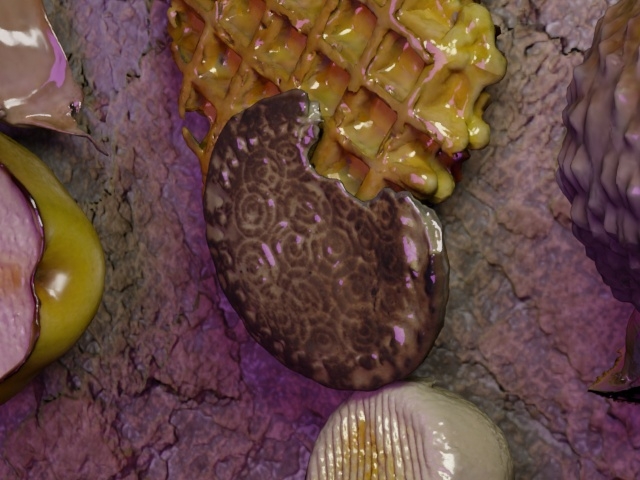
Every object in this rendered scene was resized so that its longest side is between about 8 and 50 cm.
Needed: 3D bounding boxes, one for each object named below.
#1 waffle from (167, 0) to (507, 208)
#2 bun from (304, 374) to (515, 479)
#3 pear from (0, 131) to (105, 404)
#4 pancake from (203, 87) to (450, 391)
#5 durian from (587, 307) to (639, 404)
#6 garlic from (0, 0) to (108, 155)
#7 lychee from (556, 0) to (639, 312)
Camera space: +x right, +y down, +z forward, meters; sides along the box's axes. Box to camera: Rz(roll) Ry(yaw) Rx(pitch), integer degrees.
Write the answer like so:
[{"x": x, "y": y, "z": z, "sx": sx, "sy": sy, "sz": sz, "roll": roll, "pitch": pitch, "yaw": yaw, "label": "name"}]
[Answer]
[{"x": -0.001, "y": -0.184, "z": 1.683, "sx": 0.382, "sy": 0.095, "sz": 0.380, "roll": -16, "pitch": 85, "yaw": 40, "label": "waffle"}, {"x": 0.086, "y": 0.244, "z": 1.657, "sx": 0.244, "sy": 0.153, "sz": 0.244, "roll": -25, "pitch": 54, "yaw": 40, "label": "bun"}, {"x": -0.380, "y": 0.022, "z": 1.910, "sx": 0.386, "sy": 0.191, "sz": 0.340, "roll": 9, "pitch": 97, "yaw": 32, "label": "pear"}, {"x": 0.000, "y": 0.000, "z": 1.643, "sx": 0.288, "sy": 0.033, "sz": 0.286, "roll": 1, "pitch": 100, "yaw": 40, "label": "pancake"}, {"x": 0.332, "y": 0.082, "z": 1.519, "sx": 0.186, "sy": 0.119, "sz": 0.108, "roll": -34, "pitch": 44, "yaw": 59, "label": "durian"}, {"x": -0.352, "y": -0.237, "z": 1.886, "sx": 0.196, "sy": 0.151, "sz": 0.338, "roll": -9, "pitch": 97, "yaw": 34, "label": "garlic"}, {"x": 0.365, "y": -0.082, "z": 1.319, "sx": 0.380, "sy": 0.380, "sz": 0.432, "roll": 16, "pitch": 86, "yaw": 30, "label": "lychee"}]
